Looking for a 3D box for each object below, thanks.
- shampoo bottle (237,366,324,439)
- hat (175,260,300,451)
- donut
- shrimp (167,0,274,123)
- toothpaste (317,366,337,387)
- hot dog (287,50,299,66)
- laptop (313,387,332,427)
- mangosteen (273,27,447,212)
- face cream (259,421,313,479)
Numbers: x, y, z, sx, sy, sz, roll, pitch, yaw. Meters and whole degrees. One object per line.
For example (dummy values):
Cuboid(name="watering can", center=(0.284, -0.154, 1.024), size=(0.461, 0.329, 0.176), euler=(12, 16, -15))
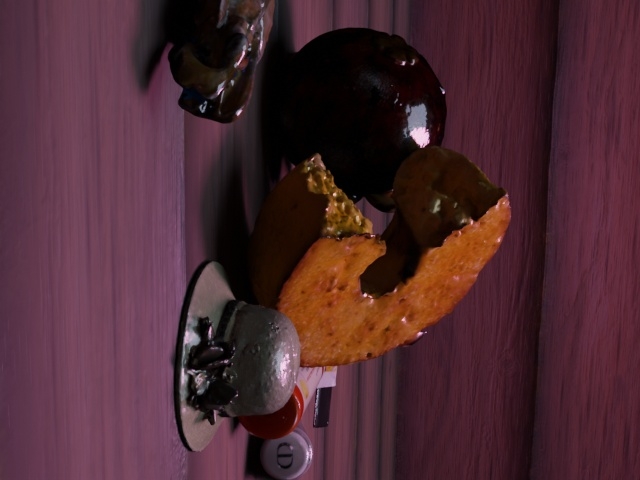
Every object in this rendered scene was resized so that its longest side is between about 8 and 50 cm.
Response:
Cuboid(name="shampoo bottle", center=(-0.054, 0.220, 1.763), size=(0.278, 0.104, 0.104), euler=(-53, 145, -72))
Cuboid(name="hat", center=(-0.095, 0.158, 1.456), size=(0.257, 0.130, 0.257), euler=(3, 90, -79))
Cuboid(name="donut", center=(0.061, 0.027, 1.680), size=(0.163, 0.435, 0.377), euler=(54, -45, 32))
Cuboid(name="shrimp", center=(-0.110, -0.272, 1.364), size=(0.445, 0.110, 0.221), euler=(-78, 175, -57))
Cuboid(name="toothpaste", center=(0.023, 0.157, 2.325), size=(0.056, 0.058, 0.314), euler=(180, -86, -75))
Cuboid(name="hot dog", center=(-0.033, -0.303, 1.901), size=(0.083, 0.035, 0.058), euler=(-34, 123, -77))
Cuboid(name="laptop", center=(0.011, 0.313, 2.389), size=(0.135, 0.016, 0.197), euler=(36, 58, -76))
Cuboid(name="mangosteen", center=(0.062, -0.202, 1.799), size=(0.311, 0.311, 0.311), euler=(3, 90, -80))
Cuboid(name="face cream", center=(-0.054, 0.367, 1.893), size=(0.314, 0.089, 0.143), euler=(77, 17, -81))
